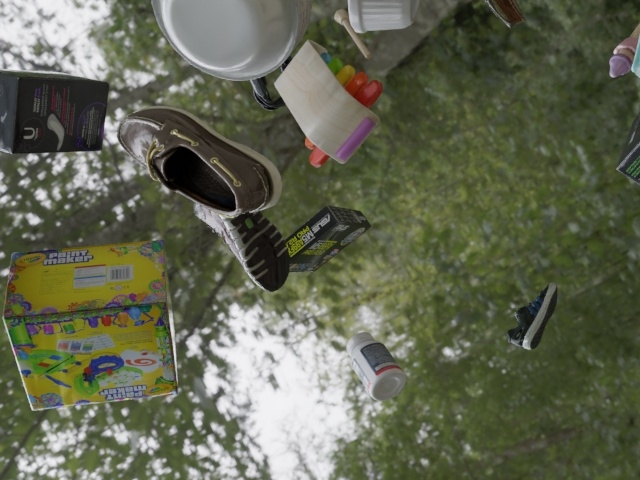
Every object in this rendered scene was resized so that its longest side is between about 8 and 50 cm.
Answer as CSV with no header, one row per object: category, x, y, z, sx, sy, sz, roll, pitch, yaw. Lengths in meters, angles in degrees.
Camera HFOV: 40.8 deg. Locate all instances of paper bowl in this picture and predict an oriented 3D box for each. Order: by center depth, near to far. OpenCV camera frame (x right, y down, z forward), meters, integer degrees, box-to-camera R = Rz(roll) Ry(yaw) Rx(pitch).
paper bowl,-0.168,-0.419,1.540,0.284,0.284,0.148,52,-143,-21

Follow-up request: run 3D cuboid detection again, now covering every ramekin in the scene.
ramekin,0.146,-0.571,1.815,0.273,0.127,0.273,9,-90,-79

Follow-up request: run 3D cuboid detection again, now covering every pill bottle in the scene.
pill bottle,0.144,0.333,2.313,0.108,0.108,0.180,40,-170,-43

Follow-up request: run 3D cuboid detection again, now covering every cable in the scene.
cable,-0.118,-0.420,2.194,0.150,0.047,0.184,-57,-38,-25

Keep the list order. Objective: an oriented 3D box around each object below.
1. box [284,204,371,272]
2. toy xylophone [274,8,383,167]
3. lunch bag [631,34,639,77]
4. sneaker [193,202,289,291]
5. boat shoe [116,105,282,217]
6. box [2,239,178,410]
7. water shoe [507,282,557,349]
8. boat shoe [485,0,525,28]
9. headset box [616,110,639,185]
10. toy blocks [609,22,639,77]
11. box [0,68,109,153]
box,0.000,0.000,2.294,0.060,0.216,0.270,56,-164,13
toy xylophone,0.021,-0.304,1.682,0.081,0.236,0.323,26,-149,-37
lunch bag,0.596,-0.321,1.262,0.223,0.160,0.262,-113,21,-48
sneaker,-0.178,-0.021,1.839,0.106,0.162,0.281,-38,-65,-27
boat shoe,-0.215,-0.127,1.371,0.324,0.117,0.096,28,-147,26
box,-0.437,0.168,1.682,0.177,0.290,0.279,-104,13,-47
water shoe,0.516,0.173,2.092,0.203,0.080,0.073,-54,-36,-35
boat shoe,0.409,-0.669,2.069,0.324,0.120,0.122,59,-162,1
headset box,0.733,-0.167,1.680,0.283,0.131,0.246,35,-140,5
toy blocks,0.837,-0.367,1.936,0.288,0.309,0.260,46,-113,-14
box,-0.615,-0.284,1.889,0.270,0.143,0.165,-13,-64,-61
